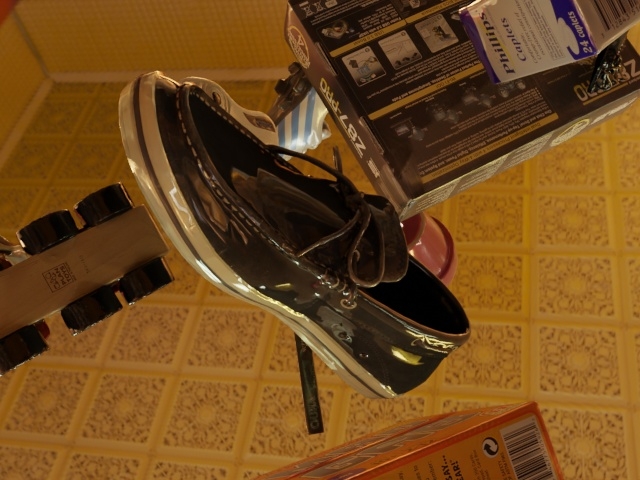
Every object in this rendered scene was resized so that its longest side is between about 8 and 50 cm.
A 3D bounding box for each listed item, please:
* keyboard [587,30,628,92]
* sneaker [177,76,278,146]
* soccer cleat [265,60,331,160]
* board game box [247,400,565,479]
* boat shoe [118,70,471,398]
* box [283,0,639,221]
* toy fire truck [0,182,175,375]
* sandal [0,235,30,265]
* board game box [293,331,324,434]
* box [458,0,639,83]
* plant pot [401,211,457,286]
[{"bbox_3d":[0.348,-0.220,0.877,0.038,0.192,0.100,17,-95,13],"label":"keyboard"},{"bbox_3d":[-0.159,-0.144,1.018,0.121,0.217,0.079,-16,-107,25],"label":"sneaker"},{"bbox_3d":[-0.068,-0.191,1.428,0.331,0.143,0.116,-43,-140,33],"label":"soccer cleat"},{"bbox_3d":[0.124,0.464,1.063,0.357,0.356,0.356,-13,-100,-29],"label":"board game box"},{"bbox_3d":[0.000,0.000,0.761,0.156,0.500,0.186,-28,-139,19],"label":"boat shoe"},{"bbox_3d":[0.196,-0.248,1.012,0.395,0.097,0.318,-27,-105,-14],"label":"box"},{"bbox_3d":[-0.301,0.035,0.828,0.217,0.246,0.158,-30,-88,-25],"label":"toy fire truck"},{"bbox_3d":[-0.622,0.060,1.517,0.303,0.120,0.086,13,-135,38],"label":"sandal"},{"bbox_3d":[-0.020,0.194,1.160,0.026,0.126,0.186,-8,-95,-1],"label":"board game box"},{"bbox_3d":[0.200,-0.195,0.591,0.126,0.072,0.137,-37,-167,-15],"label":"box"},{"bbox_3d":[0.167,0.009,1.542,0.202,0.180,0.201,-9,-119,16],"label":"plant pot"}]
